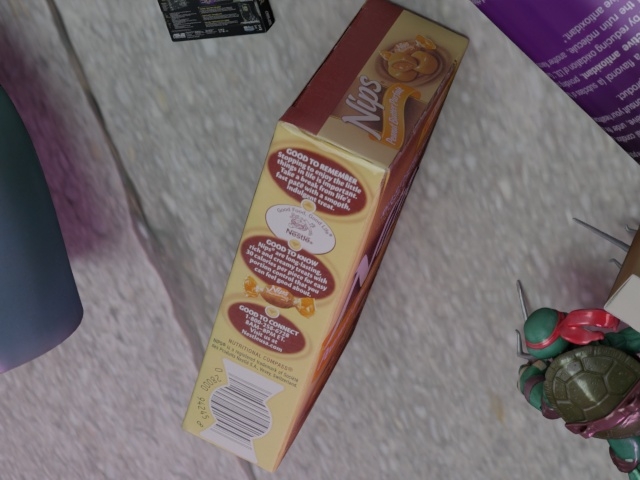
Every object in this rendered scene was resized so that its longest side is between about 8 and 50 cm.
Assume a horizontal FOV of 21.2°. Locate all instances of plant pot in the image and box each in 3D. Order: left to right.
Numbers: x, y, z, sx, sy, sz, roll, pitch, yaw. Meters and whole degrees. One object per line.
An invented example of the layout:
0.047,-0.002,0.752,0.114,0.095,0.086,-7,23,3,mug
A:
-0.351,-0.029,1.358,0.293,0.293,0.235,0,107,25,plant pot

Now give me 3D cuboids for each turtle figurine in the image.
0.217,0.101,1.289,0.175,0.118,0.234,-29,114,38,turtle figurine

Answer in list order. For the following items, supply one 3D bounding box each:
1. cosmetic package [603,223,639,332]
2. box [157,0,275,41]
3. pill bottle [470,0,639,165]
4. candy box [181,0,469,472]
0.246,0.019,1.205,0.060,0.115,0.041,32,132,0,cosmetic package
-0.082,-0.184,1.276,0.083,0.018,0.067,-3,123,27,box
0.212,-0.156,1.048,0.323,0.181,0.181,43,131,-9,pill bottle
0.000,0.000,1.264,0.087,0.183,0.316,25,131,5,candy box
